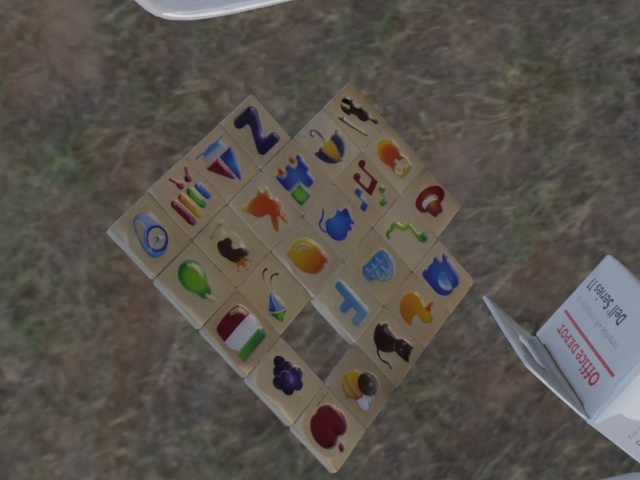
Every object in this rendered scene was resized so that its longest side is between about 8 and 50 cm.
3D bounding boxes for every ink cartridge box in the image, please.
[{"bbox_3d":[0.333,0.144,1.336,0.353,0.207,0.119,38,100,-16],"label":"ink cartridge box"}]

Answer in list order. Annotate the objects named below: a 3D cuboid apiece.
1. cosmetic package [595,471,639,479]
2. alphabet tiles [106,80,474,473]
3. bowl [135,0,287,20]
[{"bbox_3d":[-0.009,0.332,0.500,0.327,0.394,0.329,-119,32,-41],"label":"cosmetic package"},{"bbox_3d":[0.000,0.000,0.910,0.198,0.237,0.009,48,138,-7],"label":"alphabet tiles"},{"bbox_3d":[-0.002,-0.135,0.360,0.142,0.142,0.053,77,173,-47],"label":"bowl"}]
